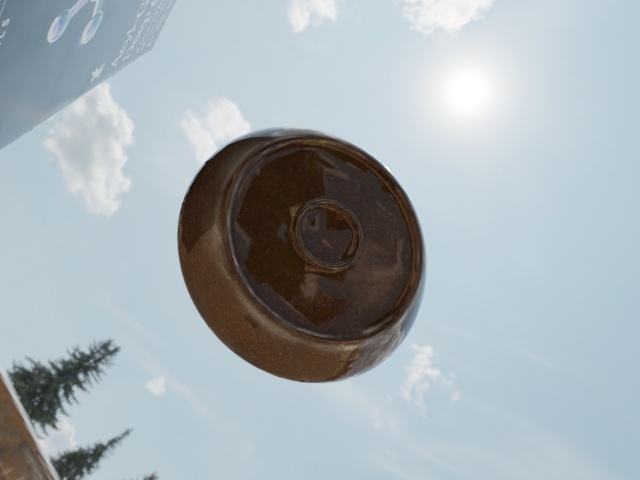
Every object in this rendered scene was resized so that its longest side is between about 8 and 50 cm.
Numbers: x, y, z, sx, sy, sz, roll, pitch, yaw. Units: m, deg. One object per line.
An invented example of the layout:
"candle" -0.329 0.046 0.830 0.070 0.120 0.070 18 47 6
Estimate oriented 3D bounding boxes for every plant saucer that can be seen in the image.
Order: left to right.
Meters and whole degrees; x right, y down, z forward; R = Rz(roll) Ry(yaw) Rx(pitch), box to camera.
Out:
"plant saucer" 0.000 0.000 0.341 0.168 0.168 0.029 56 -30 2

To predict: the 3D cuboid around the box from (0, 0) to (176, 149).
"box" -0.205 -0.255 0.355 0.212 0.395 0.293 33 -60 -13
